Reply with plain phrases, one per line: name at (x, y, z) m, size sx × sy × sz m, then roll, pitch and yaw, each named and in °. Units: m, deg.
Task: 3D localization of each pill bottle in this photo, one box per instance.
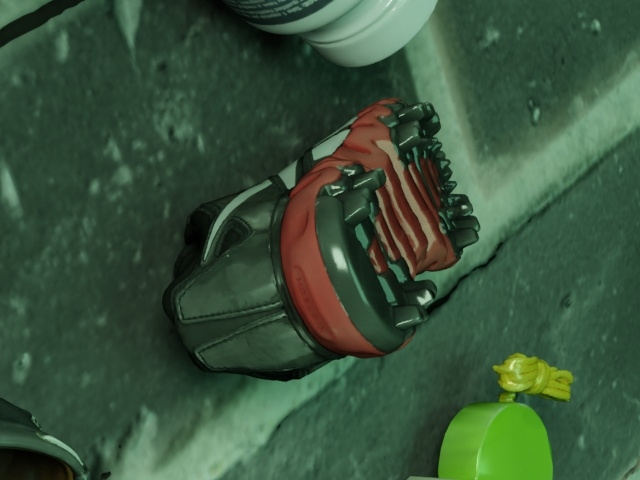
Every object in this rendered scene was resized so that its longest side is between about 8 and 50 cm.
pill bottle at (-0.021, -0.164, 0.887) m, size 0.180 × 0.108 × 0.108 m, roll 39°, pitch 59°, yaw -44°

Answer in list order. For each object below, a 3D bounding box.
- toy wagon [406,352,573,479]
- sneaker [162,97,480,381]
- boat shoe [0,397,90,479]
toy wagon at (0.090, 0.237, 1.045) m, size 0.267 × 0.068 × 0.344 m, roll 20°, pitch 73°, yaw -50°
sneaker at (0.000, 0.000, 0.920) m, size 0.097 × 0.135 × 0.276 m, roll 65°, pitch 19°, yaw -9°
boat shoe at (-0.188, 0.106, 0.681) m, size 0.233 × 0.079 × 0.084 m, roll -11°, pitch 122°, yaw -49°
